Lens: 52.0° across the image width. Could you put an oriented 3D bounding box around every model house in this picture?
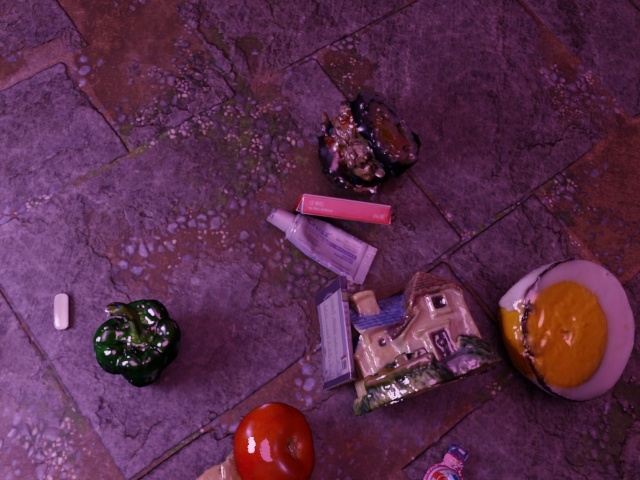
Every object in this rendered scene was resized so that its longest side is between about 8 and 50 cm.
[{"bbox_3d":[0.200,0.213,1.463,0.321,0.261,0.266,-14,70,-19],"label":"model house"}]

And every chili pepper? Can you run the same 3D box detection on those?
[{"bbox_3d":[-0.383,0.209,1.374,0.174,0.261,0.165,-31,72,-23],"label":"chili pepper"}]

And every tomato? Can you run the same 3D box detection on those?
[{"bbox_3d":[-0.099,0.439,1.377,0.195,0.136,0.195,30,49,-42],"label":"tomato"}]

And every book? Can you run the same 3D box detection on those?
[{"bbox_3d":[0.034,0.212,1.490,0.026,0.157,0.231,3,68,-22],"label":"book"}]

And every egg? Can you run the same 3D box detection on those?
[{"bbox_3d":[0.553,0.196,1.550,0.337,0.201,0.337,-1,94,-19],"label":"egg"}]

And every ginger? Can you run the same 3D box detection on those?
[{"bbox_3d":[-0.189,0.557,1.368,0.123,0.115,0.193,-31,83,3],"label":"ginger"}]

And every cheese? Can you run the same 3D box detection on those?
[{"bbox_3d":[0.285,0.530,1.471,0.095,0.038,0.145,29,69,3],"label":"cheese"}]

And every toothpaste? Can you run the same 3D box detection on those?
[{"bbox_3d":[-0.001,0.002,1.620,0.282,0.068,0.099,29,95,-4],"label":"toothpaste"}]

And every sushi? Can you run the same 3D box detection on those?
[{"bbox_3d":[0.110,-0.236,1.662,0.225,0.219,0.238,33,33,-32],"label":"sushi"}]

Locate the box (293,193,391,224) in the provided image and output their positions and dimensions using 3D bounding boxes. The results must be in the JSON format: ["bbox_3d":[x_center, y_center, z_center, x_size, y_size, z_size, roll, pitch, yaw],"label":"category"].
[{"bbox_3d":[0.053,-0.077,1.620,0.229,0.123,0.050,8,91,-6],"label":"box"}]

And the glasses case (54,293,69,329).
[{"bbox_3d":[-0.586,0.161,1.486,0.032,0.021,0.083,-5,70,-10],"label":"glasses case"}]
